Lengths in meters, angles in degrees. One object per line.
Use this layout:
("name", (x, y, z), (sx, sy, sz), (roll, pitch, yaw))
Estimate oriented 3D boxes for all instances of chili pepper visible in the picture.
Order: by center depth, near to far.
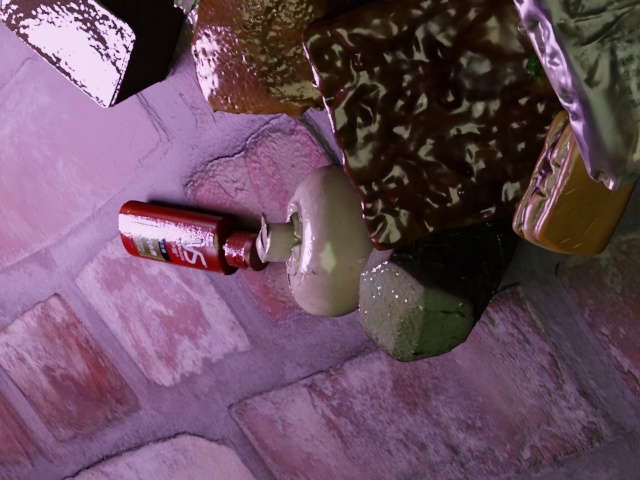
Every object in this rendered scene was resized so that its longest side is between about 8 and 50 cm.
("chili pepper", (0.279, -0.229, 1.341), (0.091, 0.030, 0.034), (-46, 44, 21))

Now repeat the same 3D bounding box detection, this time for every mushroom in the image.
("mushroom", (0.000, 0.000, 1.781), (0.202, 0.246, 0.246), (1, 125, -7))

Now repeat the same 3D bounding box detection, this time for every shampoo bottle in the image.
("shampoo bottle", (-0.236, -0.001, 2.069), (0.314, 0.076, 0.118), (11, 120, 32))

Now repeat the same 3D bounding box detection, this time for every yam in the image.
("yam", (0.173, 0.035, 1.654), (0.201, 0.271, 0.202), (19, 132, 25))

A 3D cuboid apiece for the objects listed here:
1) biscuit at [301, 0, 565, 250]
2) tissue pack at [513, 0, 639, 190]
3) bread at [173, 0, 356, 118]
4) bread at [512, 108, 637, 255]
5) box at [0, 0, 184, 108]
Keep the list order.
("biscuit", (0.203, -0.194, 1.469), (0.395, 0.166, 0.342), (-14, 110, 13))
("tissue pack", (0.403, -0.295, 1.234), (0.376, 0.195, 0.390), (-24, 99, -2))
("bread", (-0.077, -0.324, 1.645), (0.279, 0.225, 0.250), (0, 122, 25))
("bread", (0.324, -0.065, 1.392), (0.116, 0.077, 0.200), (10, 123, -11))
("box", (-0.390, -0.384, 1.906), (0.273, 0.143, 0.184), (39, 132, 11))
